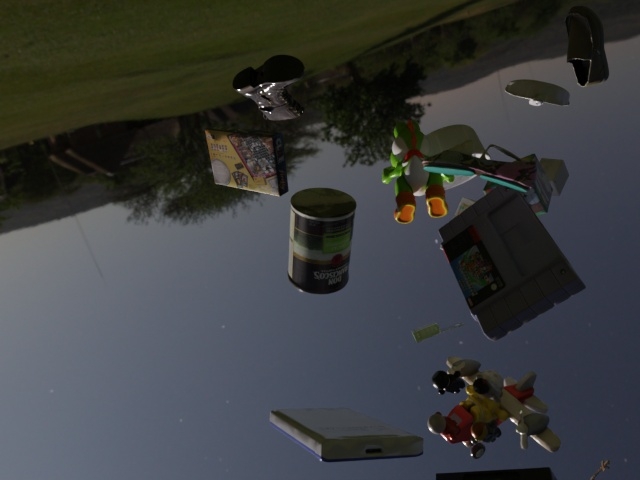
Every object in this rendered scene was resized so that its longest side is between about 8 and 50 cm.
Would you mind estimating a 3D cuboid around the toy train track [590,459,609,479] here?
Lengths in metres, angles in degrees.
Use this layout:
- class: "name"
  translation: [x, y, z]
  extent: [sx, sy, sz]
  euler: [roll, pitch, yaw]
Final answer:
- class: "toy train track"
  translation: [0.836, 0.687, 1.489]
  extent: [0.014, 0.083, 0.048]
  euler: [33, -160, 13]

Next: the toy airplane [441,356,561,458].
- class: "toy airplane"
  translation: [0.632, 0.563, 1.787]
  extent: [0.386, 0.272, 0.384]
  euler: [-1, -147, 20]

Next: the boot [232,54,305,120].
- class: "boot"
  translation: [-0.115, -0.452, 1.532]
  extent: [0.263, 0.091, 0.229]
  euler: [-2, 163, 31]

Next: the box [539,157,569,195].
- class: "box"
  translation: [0.867, -0.240, 1.885]
  extent: [0.087, 0.102, 0.101]
  euler: [17, -109, 46]

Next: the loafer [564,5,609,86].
- class: "loafer"
  translation: [0.794, -0.577, 1.505]
  extent: [0.087, 0.251, 0.094]
  euler: [-33, -163, -12]

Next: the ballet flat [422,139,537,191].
- class: "ballet flat"
  translation: [0.321, -0.157, 1.004]
  extent: [0.222, 0.079, 0.077]
  euler: [14, -178, 12]

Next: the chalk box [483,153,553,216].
- class: "chalk box"
  translation: [0.551, -0.132, 1.400]
  extent: [0.132, 0.132, 0.213]
  euler: [-23, -167, 38]

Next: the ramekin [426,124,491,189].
- class: "ramekin"
  translation: [0.457, -0.298, 1.809]
  extent: [0.277, 0.135, 0.277]
  euler: [-14, 162, -5]

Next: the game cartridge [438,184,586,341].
- class: "game cartridge"
  translation: [0.411, 0.033, 1.148]
  extent: [0.230, 0.068, 0.355]
  euler: [-36, -144, 21]

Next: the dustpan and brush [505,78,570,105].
- class: "dustpan and brush"
  translation: [0.484, -0.321, 1.111]
  extent: [0.147, 0.060, 0.211]
  euler: [18, -167, 15]

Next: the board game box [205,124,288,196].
- class: "board game box"
  translation: [-0.202, -0.221, 1.368]
  extent: [0.243, 0.165, 0.042]
  euler: [14, -147, 31]

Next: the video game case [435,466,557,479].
- class: "video game case"
  translation: [0.435, 0.598, 1.172]
  extent: [0.248, 0.275, 0.035]
  euler: [-16, -136, 25]

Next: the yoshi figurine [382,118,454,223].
- class: "yoshi figurine"
  translation: [0.298, -0.214, 1.589]
  extent: [0.203, 0.204, 0.362]
  euler: [-41, -141, 43]

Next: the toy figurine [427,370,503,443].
- class: "toy figurine"
  translation: [0.448, 0.515, 1.552]
  extent: [0.210, 0.148, 0.213]
  euler: [-4, -115, 43]

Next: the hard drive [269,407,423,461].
- class: "hard drive"
  translation: [0.039, 0.402, 1.056]
  extent: [0.210, 0.040, 0.319]
  euler: [6, 170, -21]

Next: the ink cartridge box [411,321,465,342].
- class: "ink cartridge box"
  translation: [0.548, 0.409, 2.349]
  extent: [0.235, 0.056, 0.171]
  euler: [-24, 171, 5]

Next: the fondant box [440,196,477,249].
- class: "fondant box"
  translation: [0.676, 0.000, 2.003]
  extent: [0.096, 0.238, 0.330]
  euler: [1, -155, -47]

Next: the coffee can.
- class: "coffee can"
  translation: [0.000, 0.000, 1.565]
  extent: [0.202, 0.275, 0.201]
  euler: [3, -149, -2]
